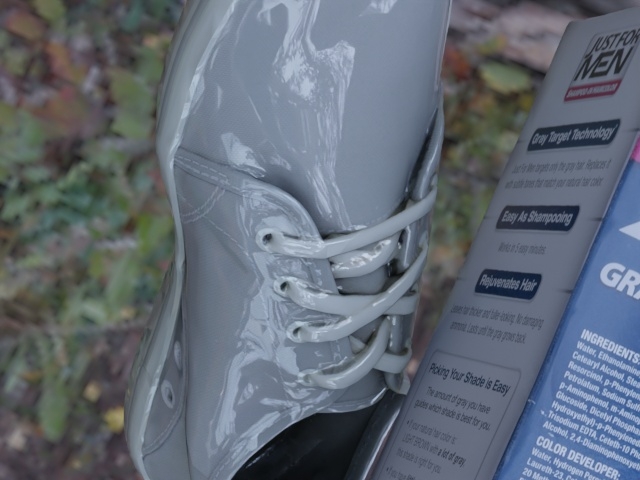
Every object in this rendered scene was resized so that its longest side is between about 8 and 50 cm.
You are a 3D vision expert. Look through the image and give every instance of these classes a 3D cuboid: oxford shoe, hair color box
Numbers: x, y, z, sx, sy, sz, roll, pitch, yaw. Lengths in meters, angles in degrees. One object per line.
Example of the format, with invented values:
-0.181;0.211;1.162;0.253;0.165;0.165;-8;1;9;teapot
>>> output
0.000;0.000;0.969;0.169;0.130;0.449;-18;140;-31;oxford shoe
0.125;0.062;0.938;0.347;0.105;0.174;-66;-167;-5;hair color box
